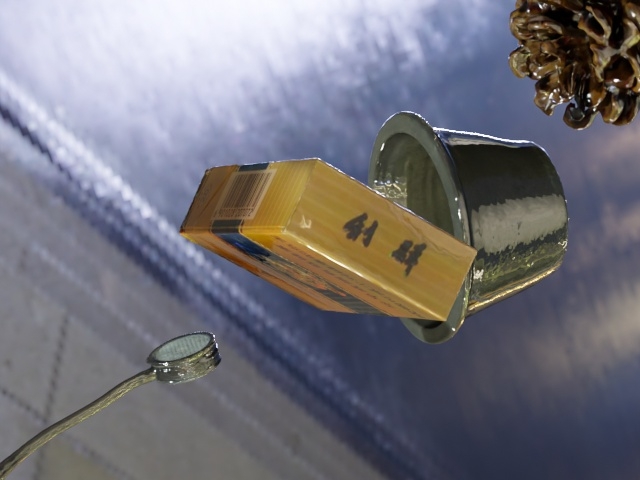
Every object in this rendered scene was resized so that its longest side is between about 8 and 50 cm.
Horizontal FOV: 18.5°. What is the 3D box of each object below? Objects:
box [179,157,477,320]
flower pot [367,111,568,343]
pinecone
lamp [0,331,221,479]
[{"bbox_3d":[0.000,0.000,1.542,0.152,0.070,0.237,29,-9,-20],"label":"box"},{"bbox_3d":[0.157,-0.023,1.990,0.235,0.148,0.235,170,-90,-68],"label":"flower pot"},{"bbox_3d":[0.310,-0.238,2.013,0.272,0.224,0.224,-36,111,-40],"label":"pinecone"},{"bbox_3d":[-0.247,0.213,1.816,0.130,0.371,0.109,11,-52,59],"label":"lamp"}]
